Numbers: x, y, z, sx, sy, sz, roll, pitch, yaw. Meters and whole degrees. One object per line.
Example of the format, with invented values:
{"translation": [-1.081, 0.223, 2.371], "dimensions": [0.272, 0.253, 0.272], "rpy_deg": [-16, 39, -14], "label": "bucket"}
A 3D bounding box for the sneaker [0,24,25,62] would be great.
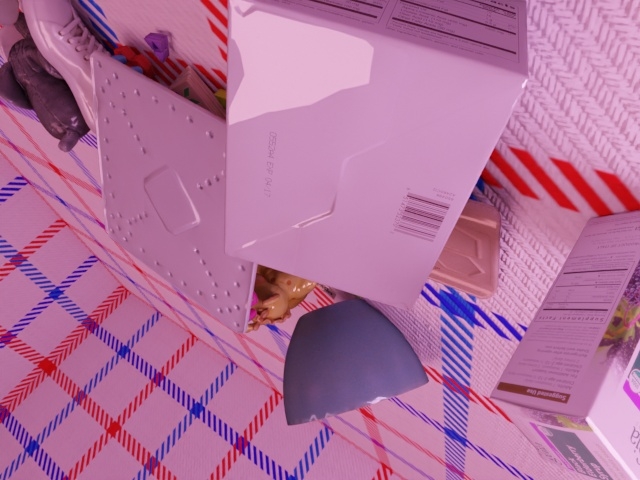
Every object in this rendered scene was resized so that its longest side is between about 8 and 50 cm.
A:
{"translation": [-0.661, -0.397, 1.126], "dimensions": [0.094, 0.080, 0.212], "rpy_deg": [39, 159, 30], "label": "sneaker"}

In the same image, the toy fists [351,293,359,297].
{"translation": [0.000, 0.000, 0.752], "dimensions": [0.142, 0.096, 0.279], "rpy_deg": [26, -176, -6], "label": "toy fists"}

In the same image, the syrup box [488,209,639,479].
{"translation": [0.262, 0.083, 0.444], "dimensions": [0.093, 0.237, 0.096], "rpy_deg": [48, 154, -15], "label": "syrup box"}

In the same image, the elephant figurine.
{"translation": [-0.550, -0.319, 0.977], "dimensions": [0.186, 0.169, 0.239], "rpy_deg": [15, 150, 52], "label": "elephant figurine"}

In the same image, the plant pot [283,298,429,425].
{"translation": [0.046, 0.231, 0.999], "dimensions": [0.290, 0.291, 0.195], "rpy_deg": [129, 126, -65], "label": "plant pot"}

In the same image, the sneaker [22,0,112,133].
{"translation": [-0.402, -0.323, 0.887], "dimensions": [0.123, 0.105, 0.290], "rpy_deg": [2, 140, 16], "label": "sneaker"}

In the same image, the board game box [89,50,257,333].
{"translation": [-0.244, -0.076, 0.861], "dimensions": [0.390, 0.050, 0.389], "rpy_deg": [32, 131, 21], "label": "board game box"}

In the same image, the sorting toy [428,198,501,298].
{"translation": [0.145, -0.009, 0.661], "dimensions": [0.193, 0.038, 0.208], "rpy_deg": [21, 157, 27], "label": "sorting toy"}

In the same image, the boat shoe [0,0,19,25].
{"translation": [-0.591, -0.486, 0.883], "dimensions": [0.078, 0.070, 0.219], "rpy_deg": [0, 157, -20], "label": "boat shoe"}

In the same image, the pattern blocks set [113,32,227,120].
{"translation": [-0.197, -0.203, 0.852], "dimensions": [0.286, 0.026, 0.324], "rpy_deg": [11, 143, 46], "label": "pattern blocks set"}

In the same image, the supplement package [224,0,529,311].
{"translation": [0.034, -0.091, 0.451], "dimensions": [0.204, 0.145, 0.261], "rpy_deg": [17, 138, 4], "label": "supplement package"}

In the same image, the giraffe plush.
{"translation": [-0.100, 0.104, 1.004], "dimensions": [0.210, 0.170, 0.181], "rpy_deg": [22, 127, 27], "label": "giraffe plush"}
